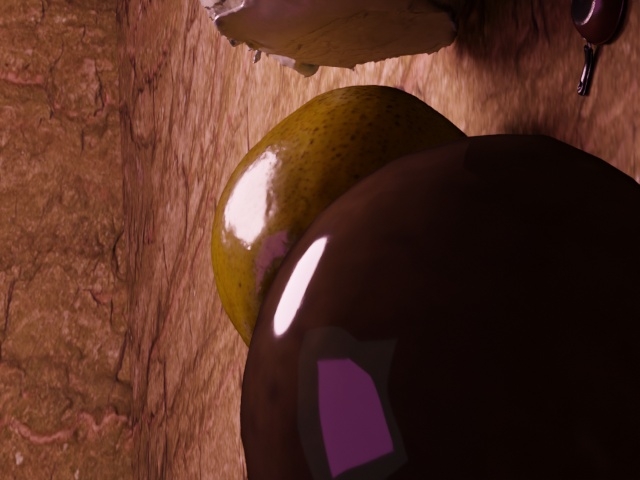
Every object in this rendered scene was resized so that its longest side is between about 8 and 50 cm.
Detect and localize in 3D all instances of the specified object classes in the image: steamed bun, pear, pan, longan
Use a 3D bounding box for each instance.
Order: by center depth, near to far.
[{"bbox_3d":[0.118,0.126,1.059,0.404,0.336,0.404,-5,-90,-81],"label":"longan"},{"bbox_3d":[0.216,-0.171,1.282,0.068,0.023,0.115,-121,36,-58],"label":"pan"},{"bbox_3d":[0.037,0.000,1.452,0.294,0.294,0.294,-179,90,-73],"label":"pear"},{"bbox_3d":[-0.008,-0.317,1.484,0.334,0.233,0.312,35,-135,-68],"label":"steamed bun"}]
